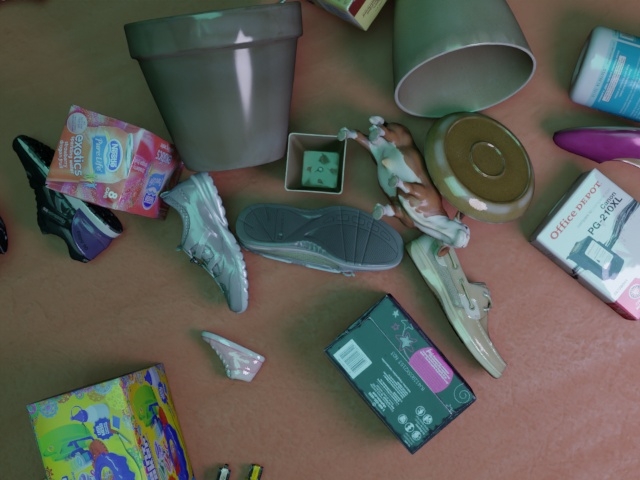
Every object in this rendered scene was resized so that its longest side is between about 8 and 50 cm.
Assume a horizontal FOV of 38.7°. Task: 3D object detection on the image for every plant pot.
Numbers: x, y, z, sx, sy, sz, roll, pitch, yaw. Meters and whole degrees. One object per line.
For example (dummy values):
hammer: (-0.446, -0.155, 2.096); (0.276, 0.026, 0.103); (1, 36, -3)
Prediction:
plant pot: (-0.004, -0.142, 1.741); (0.109, 0.096, 0.109); (4, 88, 7)
plant pot: (0.237, -0.406, 1.674); (0.256, 0.256, 0.274); (-12, 69, 5)
plant pot: (0.301, -0.143, 1.673); (0.236, 0.032, 0.237); (11, 61, -20)
plant pot: (-0.180, -0.280, 1.682); (0.323, 0.323, 0.281); (-6, 103, 6)

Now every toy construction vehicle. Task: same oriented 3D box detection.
toy construction vehicle: (-0.161, 0.473, 1.766); (0.085, 0.035, 0.098); (14, 92, -5)

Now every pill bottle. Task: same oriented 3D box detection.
pill bottle: (0.600, -0.286, 1.661); (0.264, 0.146, 0.146); (19, 90, 7)

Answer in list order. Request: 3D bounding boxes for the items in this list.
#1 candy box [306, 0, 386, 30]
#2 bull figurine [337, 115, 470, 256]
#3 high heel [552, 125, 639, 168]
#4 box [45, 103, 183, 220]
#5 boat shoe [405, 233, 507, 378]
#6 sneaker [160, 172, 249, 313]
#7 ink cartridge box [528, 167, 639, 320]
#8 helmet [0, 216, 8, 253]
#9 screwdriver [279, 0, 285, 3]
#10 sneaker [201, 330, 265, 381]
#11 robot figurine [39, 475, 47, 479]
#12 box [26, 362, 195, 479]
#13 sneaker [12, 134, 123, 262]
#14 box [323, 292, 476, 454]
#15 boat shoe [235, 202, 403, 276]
candy box: (0.009, -0.539, 1.698); (0.316, 0.087, 0.183); (35, 91, 33)
bull figurine: (0.155, -0.102, 1.660); (0.101, 0.188, 0.310); (-43, 57, 25)
high heel: (0.608, -0.109, 1.669); (0.377, 0.127, 0.182); (9, 95, 10)
box: (-0.366, -0.134, 1.674); (0.142, 0.300, 0.154); (19, 89, 6)
boat shoe: (0.273, 0.113, 1.699); (0.098, 0.109, 0.302); (-31, 79, 3)
sneaker: (-0.215, 0.012, 1.737); (0.115, 0.105, 0.281); (-21, 93, -5)
ink cartridge box: (0.532, 0.007, 1.678); (0.237, 0.100, 0.172); (39, 91, 6)
helmet: (-0.702, -0.014, 1.773); (0.169, 0.161, 0.170); (0, 88, 6)
screwdriver: (-0.024, -0.514, 1.795); (0.170, 0.025, 0.024); (-38, 84, 2)
sneaker: (-0.181, 0.229, 1.765); (0.134, 0.051, 0.070); (26, 85, 2)
robot figurine: (-0.456, 0.580, 1.713); (0.085, 0.211, 0.291); (-29, 82, -19)
box: (-0.367, 0.398, 1.664); (0.176, 0.279, 0.290); (-17, 87, 5)
sneaker: (-0.529, -0.078, 1.791); (0.124, 0.107, 0.283); (-43, 84, 9)
box: (0.147, 0.242, 1.688); (0.163, 0.142, 0.247); (-41, 83, 4)
boat shoe: (-0.002, 0.002, 1.743); (0.320, 0.103, 0.118); (6, 69, 0)
